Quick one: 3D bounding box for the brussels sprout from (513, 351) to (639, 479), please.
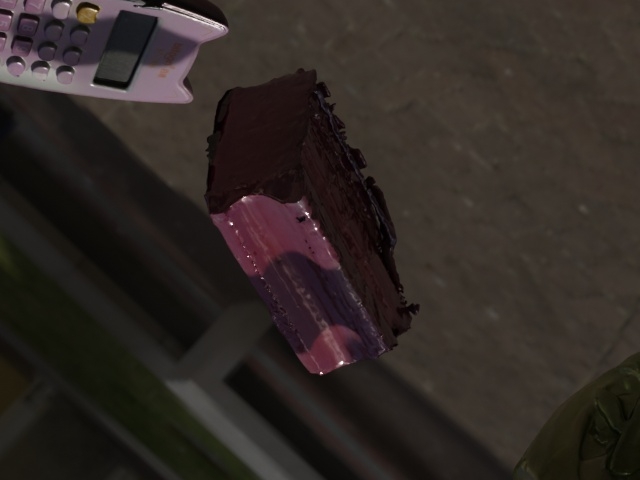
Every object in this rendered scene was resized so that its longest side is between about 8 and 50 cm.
[{"bbox_3d":[0.353,0.261,1.640,0.328,0.328,0.247,31,137,35],"label":"brussels sprout"}]

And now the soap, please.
[{"bbox_3d":[0.000,0.000,1.342,0.162,0.099,0.250,-88,-25,-50],"label":"soap"}]

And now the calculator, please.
[{"bbox_3d":[-0.243,-0.196,1.464,0.294,0.043,0.194,8,155,-16],"label":"calculator"}]
